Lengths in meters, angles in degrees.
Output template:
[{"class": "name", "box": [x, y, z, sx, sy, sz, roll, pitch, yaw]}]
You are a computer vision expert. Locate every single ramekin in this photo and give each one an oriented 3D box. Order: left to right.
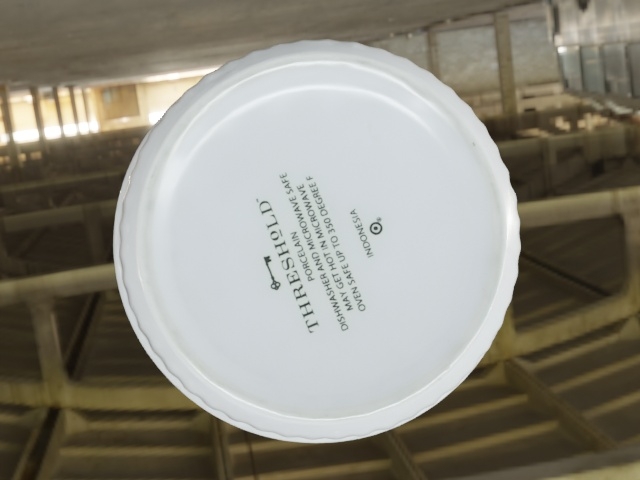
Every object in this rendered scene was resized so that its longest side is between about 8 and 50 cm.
[{"class": "ramekin", "box": [0.000, 0.000, 0.599, 0.272, 0.273, 0.127, -8, 178, -3]}]
